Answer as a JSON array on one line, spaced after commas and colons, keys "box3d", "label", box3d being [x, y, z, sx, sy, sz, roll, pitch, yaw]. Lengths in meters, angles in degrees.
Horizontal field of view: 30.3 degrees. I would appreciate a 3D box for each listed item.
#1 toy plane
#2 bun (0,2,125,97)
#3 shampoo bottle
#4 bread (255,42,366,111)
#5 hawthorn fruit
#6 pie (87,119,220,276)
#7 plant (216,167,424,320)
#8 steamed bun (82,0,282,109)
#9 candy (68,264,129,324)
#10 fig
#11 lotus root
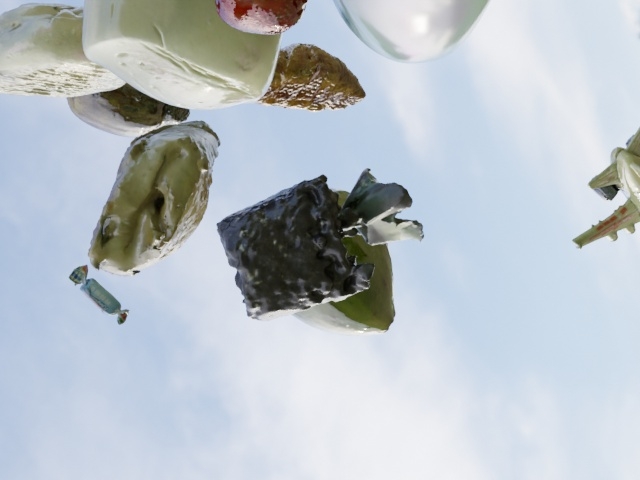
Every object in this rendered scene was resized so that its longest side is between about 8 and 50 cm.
[{"box3d": [0.406, -0.067, 1.500, 0.092, 0.229, 0.244, 42, -176, 30], "label": "toy plane"}, {"box3d": [-0.352, -0.258, 1.572, 0.210, 0.237, 0.116, -1, -92, -38], "label": "bun"}, {"box3d": [0.064, -0.246, 0.860, 0.349, 0.151, 0.222, -67, -28, -85], "label": "shampoo bottle"}, {"box3d": [-0.037, -0.242, 1.727, 0.233, 0.105, 0.076, -1, -125, -33], "label": "bread"}, {"box3d": [-0.051, -0.207, 0.936, 0.093, 0.093, 0.093, 43, -142, -47], "label": "hawthorn fruit"}, {"box3d": [-0.119, -0.032, 0.876, 0.068, 0.129, 0.282, 28, -177, -8], "label": "pie"}, {"box3d": [0.000, 0.000, 1.230, 0.142, 0.203, 0.131, 161, 84, -88], "label": "plant"}, {"box3d": [-0.139, -0.254, 1.319, 0.250, 0.154, 0.200, 15, -102, -43], "label": "steamed bun"}, {"box3d": [-0.251, 0.061, 1.356, 0.083, 0.020, 0.030, 42, -112, -10], "label": "candy"}, {"box3d": [0.028, 0.044, 1.773, 0.225, 0.203, 0.203, 41, -148, -7], "label": "fig"}, {"box3d": [-0.306, -0.223, 1.850, 0.209, 0.120, 0.120, 16, -130, -13], "label": "lotus root"}]
